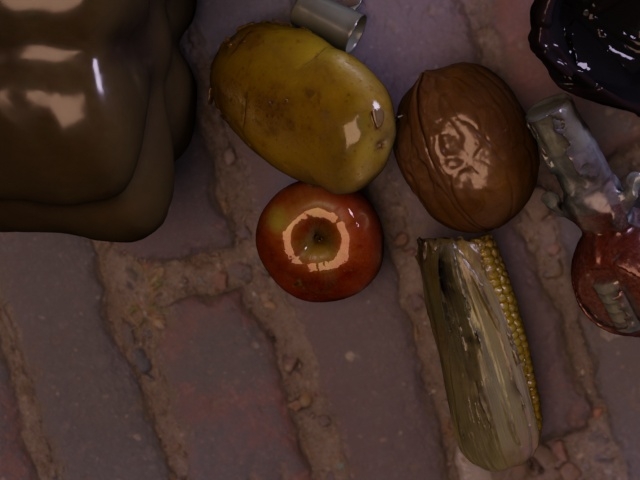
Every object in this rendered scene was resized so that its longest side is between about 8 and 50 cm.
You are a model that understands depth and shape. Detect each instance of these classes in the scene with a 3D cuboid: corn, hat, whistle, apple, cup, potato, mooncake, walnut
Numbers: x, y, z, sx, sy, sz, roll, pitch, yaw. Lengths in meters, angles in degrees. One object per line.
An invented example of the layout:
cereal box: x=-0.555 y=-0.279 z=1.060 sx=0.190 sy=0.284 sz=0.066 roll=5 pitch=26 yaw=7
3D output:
corn: x=0.191 y=0.130 z=1.763 sx=0.122 sy=0.123 sz=0.305 roll=-11 pitch=98 yaw=30
hat: x=0.380 y=-0.285 z=1.651 sx=0.336 sy=0.209 sz=0.238 roll=-25 pitch=113 yaw=0
whistle: x=0.337 y=-0.011 z=1.678 sx=0.133 sy=0.142 sz=0.346 roll=-40 pitch=113 yaw=-22
apple: x=0.000 y=0.000 z=1.799 sx=0.163 sy=0.139 sz=0.163 roll=0 pitch=89 yaw=5
cup: x=0.014 y=-0.281 z=1.787 sx=0.083 sy=0.054 sz=0.075 roll=29 pitch=107 yaw=11
potato: x=-0.023 y=-0.162 z=1.739 sx=0.300 sy=0.140 sz=0.173 roll=34 pitch=129 yaw=40
mooncake: x=-0.295 y=-0.231 z=1.687 sx=0.262 sy=0.467 sz=0.467 roll=2 pitch=100 yaw=10
walnut: x=0.172 y=-0.111 z=1.718 sx=0.167 sy=0.167 sz=0.207 roll=-25 pitch=94 yaw=18
